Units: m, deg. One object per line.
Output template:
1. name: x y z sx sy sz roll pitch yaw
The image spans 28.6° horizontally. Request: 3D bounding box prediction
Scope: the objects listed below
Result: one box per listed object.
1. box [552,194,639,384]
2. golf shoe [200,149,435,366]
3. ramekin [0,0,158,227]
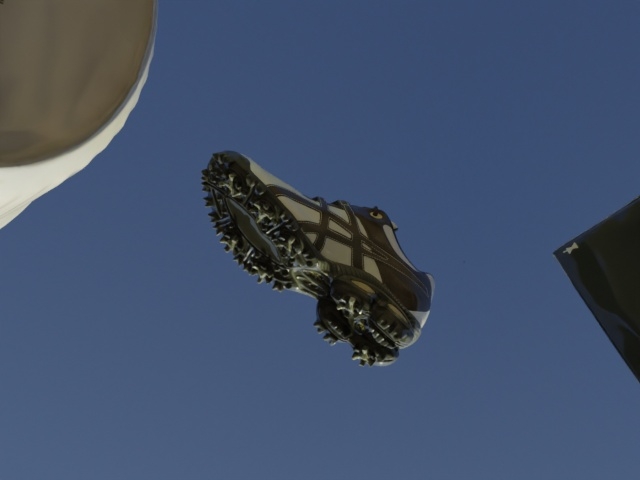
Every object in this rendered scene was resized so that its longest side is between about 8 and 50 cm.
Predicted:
1. box: 0.258 0.100 0.748 0.103 0.261 0.184 -36 -64 10
2. golf shoe: 0.000 0.000 0.915 0.198 0.077 0.094 45 -130 -4
3. ramekin: -0.198 -0.127 0.602 0.127 0.273 0.273 -9 -92 42
